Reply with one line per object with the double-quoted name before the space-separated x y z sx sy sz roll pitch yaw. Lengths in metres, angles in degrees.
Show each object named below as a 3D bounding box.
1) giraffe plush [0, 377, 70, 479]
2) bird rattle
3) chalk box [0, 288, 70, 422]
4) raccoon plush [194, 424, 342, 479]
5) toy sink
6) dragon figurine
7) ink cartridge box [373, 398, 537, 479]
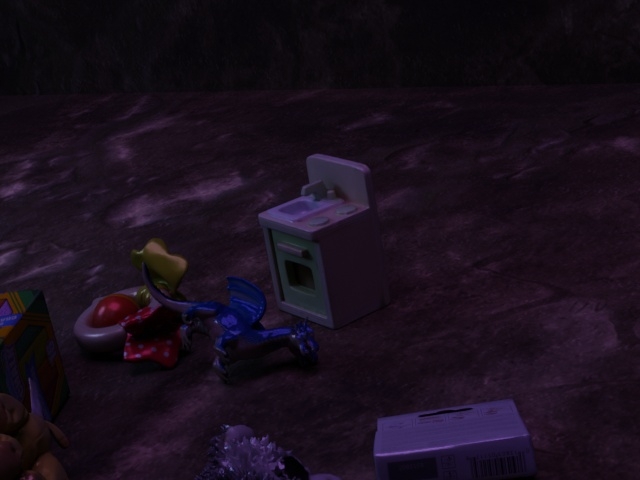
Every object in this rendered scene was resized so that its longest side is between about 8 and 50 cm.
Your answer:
"giraffe plush" -0.428 0.286 1.776 0.171 0.181 0.210 -29 30 8
"bird rattle" -0.291 0.128 2.229 0.207 0.143 0.253 -16 31 16
"chalk box" -0.488 0.210 1.949 0.179 0.180 0.289 -6 22 9
"raccoon plush" -0.167 0.297 1.420 0.447 0.216 0.299 6 9 -22
"toy sink" 0.000 0.000 2.210 0.131 0.234 0.153 -23 25 -33
"dragon figurine" -0.130 0.114 2.081 0.144 0.085 0.289 -35 57 -30
"ink cartridge box" 0.163 0.254 1.752 0.189 0.066 0.232 -8 -1 4
